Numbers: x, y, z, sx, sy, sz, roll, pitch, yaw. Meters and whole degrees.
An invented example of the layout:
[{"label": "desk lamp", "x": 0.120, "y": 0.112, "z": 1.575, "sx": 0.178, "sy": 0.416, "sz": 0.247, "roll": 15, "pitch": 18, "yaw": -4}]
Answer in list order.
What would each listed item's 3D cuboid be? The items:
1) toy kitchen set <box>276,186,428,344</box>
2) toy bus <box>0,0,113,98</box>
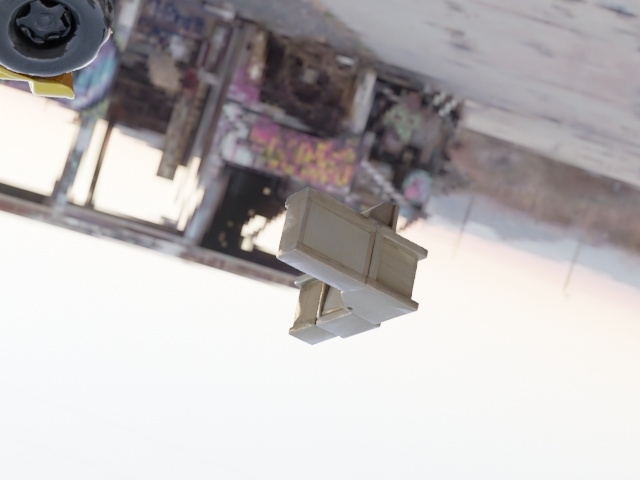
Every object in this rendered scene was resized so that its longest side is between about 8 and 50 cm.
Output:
[{"label": "toy kitchen set", "x": 0.000, "y": 0.000, "z": 0.668, "sx": 0.075, "sy": 0.068, "sz": 0.083, "roll": 27, "pitch": 149, "yaw": -29}, {"label": "toy bus", "x": -0.221, "y": -0.200, "z": 0.761, "sx": 0.212, "sy": 0.220, "sz": 0.149, "roll": 1, "pitch": -136, "yaw": -17}]
